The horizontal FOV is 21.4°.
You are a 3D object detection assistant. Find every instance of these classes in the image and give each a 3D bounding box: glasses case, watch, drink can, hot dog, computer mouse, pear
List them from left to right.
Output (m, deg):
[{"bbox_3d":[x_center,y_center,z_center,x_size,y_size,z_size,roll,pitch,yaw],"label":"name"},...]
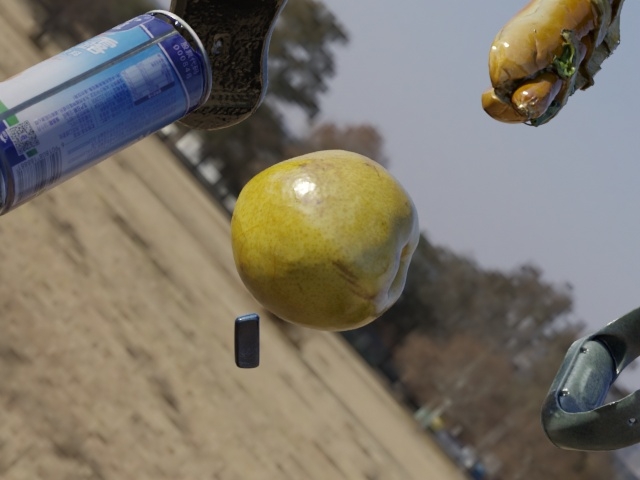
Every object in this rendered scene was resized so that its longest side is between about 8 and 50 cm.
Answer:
[{"bbox_3d":[-0.199,-0.102,1.355,0.097,0.235,0.097,25,-48,32],"label":"drink can"},{"bbox_3d":[-0.124,-0.255,2.023,0.088,0.147,0.264,-111,-149,-41],"label":"computer mouse"},{"bbox_3d":[-0.097,0.130,2.224,0.023,0.034,0.083,-104,-167,-58],"label":"glasses case"},{"bbox_3d":[0.000,0.000,1.848,0.209,0.209,0.209,47,-1,1],"label":"pear"},{"bbox_3d":[0.212,-0.172,1.495,0.072,0.269,0.109,17,-53,20],"label":"hot dog"},{"bbox_3d":[0.320,0.129,1.696,0.068,0.193,0.206,53,42,-13],"label":"watch"}]
